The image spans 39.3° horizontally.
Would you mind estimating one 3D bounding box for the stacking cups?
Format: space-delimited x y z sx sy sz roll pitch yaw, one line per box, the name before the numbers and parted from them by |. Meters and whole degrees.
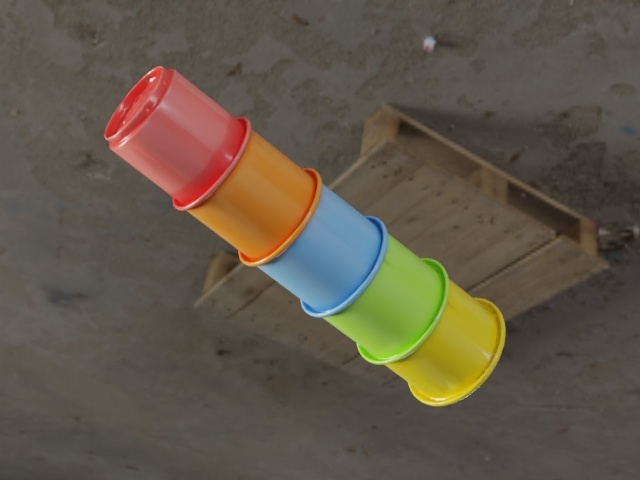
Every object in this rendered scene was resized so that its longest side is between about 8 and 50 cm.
stacking cups | 0.000 0.000 0.615 0.096 0.096 0.316 -24 129 39
